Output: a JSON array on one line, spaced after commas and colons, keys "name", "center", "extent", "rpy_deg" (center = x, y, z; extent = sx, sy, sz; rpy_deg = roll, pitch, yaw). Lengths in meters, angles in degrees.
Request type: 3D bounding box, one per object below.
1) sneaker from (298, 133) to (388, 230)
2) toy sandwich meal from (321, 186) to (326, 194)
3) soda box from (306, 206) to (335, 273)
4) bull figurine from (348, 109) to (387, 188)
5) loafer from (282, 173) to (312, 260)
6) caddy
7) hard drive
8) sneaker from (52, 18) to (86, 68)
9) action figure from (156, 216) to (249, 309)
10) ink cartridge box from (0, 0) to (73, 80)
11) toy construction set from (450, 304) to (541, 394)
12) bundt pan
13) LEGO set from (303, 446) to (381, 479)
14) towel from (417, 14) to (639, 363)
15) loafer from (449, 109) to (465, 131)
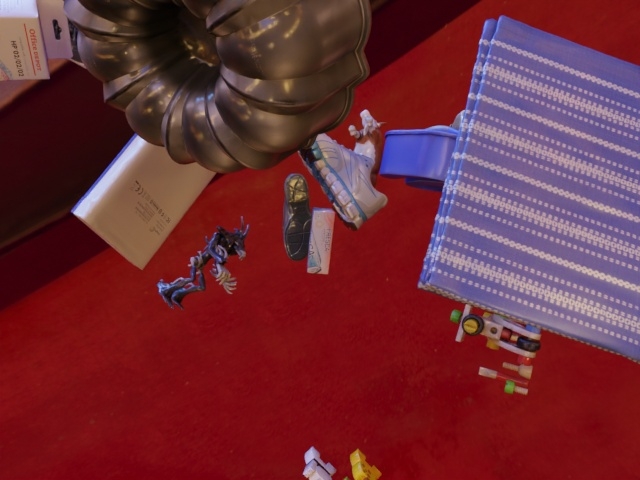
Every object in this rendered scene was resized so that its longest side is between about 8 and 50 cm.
[{"name": "sneaker", "center": [0.030, -0.111, 0.816], "extent": [0.083, 0.071, 0.190], "rpy_deg": [-31, 86, -12]}, {"name": "toy sandwich meal", "center": [0.018, -0.197, 1.944], "extent": [0.029, 0.085, 0.085], "rpy_deg": [-18, 91, 10]}, {"name": "soda box", "center": [0.000, 0.000, 1.594], "extent": [0.063, 0.058, 0.183], "rpy_deg": [5, 102, -5]}, {"name": "bull figurine", "center": [0.146, -0.293, 1.821], "extent": [0.101, 0.188, 0.310], "rpy_deg": [1, 79, 22]}, {"name": "loafer", "center": [-0.072, -0.074, 1.727], "extent": [0.096, 0.084, 0.267], "rpy_deg": [-3, 102, -13]}, {"name": "caddy", "center": [0.331, -0.249, 1.650], "extent": [0.241, 0.341, 0.179], "rpy_deg": [12, 91, -36]}, {"name": "hard drive", "center": [-0.269, -0.122, 0.990], "extent": [0.040, 0.210, 0.318], "rpy_deg": [27, 72, 20]}, {"name": "sneaker", "center": [-0.492, -0.408, 1.072], "extent": [0.226, 0.163, 0.086], "rpy_deg": [13, 77, 13]}, {"name": "action figure", "center": [-0.268, 0.070, 1.426], "extent": [0.276, 0.164, 0.141], "rpy_deg": [-41, 70, -5]}, {"name": "ink cartridge box", "center": [-0.470, -0.299, 0.838], "extent": [0.181, 0.104, 0.061], "rpy_deg": [-9, 51, -21]}, {"name": "toy construction set", "center": [0.485, 0.271, 1.576], "extent": [0.237, 0.257, 0.308], "rpy_deg": [12, 120, 20]}, {"name": "bundt pan", "center": [-0.121, -0.205, 0.572], "extent": [0.331, 0.124, 0.330], "rpy_deg": [17, 134, 18]}, {"name": "LEGO set", "center": [0.074, 0.415, 0.886], "extent": [0.227, 0.093, 0.087], "rpy_deg": [44, 104, 2]}, {"name": "towel", "center": [0.253, -0.067, 0.598], "extent": [0.243, 0.040, 0.336], "rpy_deg": [19, 73, -2]}, {"name": "loafer", "center": [0.453, -0.326, 1.795], "extent": [0.102, 0.268, 0.092], "rpy_deg": [-2, 73, -5]}]
